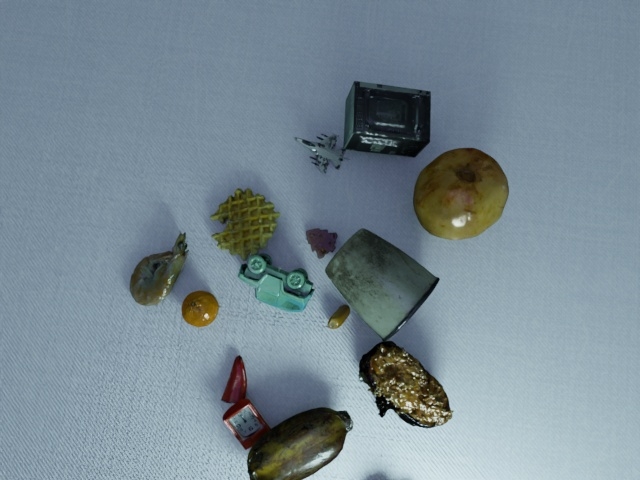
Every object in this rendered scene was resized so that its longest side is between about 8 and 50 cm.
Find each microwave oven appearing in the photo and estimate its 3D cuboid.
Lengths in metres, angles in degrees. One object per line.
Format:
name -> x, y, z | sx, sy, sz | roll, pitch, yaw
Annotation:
microwave oven -> 0.250, -0.452, 1.703 | 0.294, 0.181, 0.238 | 5, 78, -9

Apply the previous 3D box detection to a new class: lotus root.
lotus root -> -0.070, 0.708, 1.566 | 0.397, 0.179, 0.196 | -26, 99, -10

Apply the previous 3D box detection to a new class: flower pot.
flower pot -> 0.202, 0.142, 1.607 | 0.330, 0.293, 0.294 | 41, 84, 12

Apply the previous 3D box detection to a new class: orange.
orange -> -0.443, 0.250, 1.666 | 0.135, 0.117, 0.136 | 0, 87, 5

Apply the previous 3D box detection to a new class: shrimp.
shrimp -> -0.604, 0.097, 1.710 | 0.168, 0.077, 0.317 | 28, 86, 6

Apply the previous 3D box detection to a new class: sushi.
sushi -> 0.281, 0.520, 1.587 | 0.348, 0.207, 0.234 | 42, 79, 1

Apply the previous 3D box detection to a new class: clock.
clock -> -0.261, 0.645, 1.614 | 0.113, 0.061, 0.155 | -32, 107, -5

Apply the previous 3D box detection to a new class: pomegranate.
pomegranate -> 0.502, -0.155, 1.644 | 0.337, 0.338, 0.339 | 0, 82, 0

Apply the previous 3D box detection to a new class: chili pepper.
chili pepper -> -0.307, 0.505, 1.662 | 0.088, 0.065, 0.169 | 10, 78, -17

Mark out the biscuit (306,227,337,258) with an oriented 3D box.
biscuit -> 0.000, 0.000, 1.747 | 0.130, 0.019, 0.119 | 37, 84, 4

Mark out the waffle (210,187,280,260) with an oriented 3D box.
waffle -> -0.289, -0.062, 1.729 | 0.250, 0.056, 0.261 | 37, 82, 13

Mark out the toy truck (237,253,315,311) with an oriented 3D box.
toy truck -> -0.160, 0.153, 1.662 | 0.278, 0.155, 0.156 | 21, 91, 3

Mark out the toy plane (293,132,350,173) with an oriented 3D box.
toy plane -> 0.000, -0.351, 1.764 | 0.234, 0.082, 0.160 | 20, 91, -9

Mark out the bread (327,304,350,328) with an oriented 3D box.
bread -> 0.070, 0.289, 1.699 | 0.049, 0.103, 0.062 | 34, 127, 15
